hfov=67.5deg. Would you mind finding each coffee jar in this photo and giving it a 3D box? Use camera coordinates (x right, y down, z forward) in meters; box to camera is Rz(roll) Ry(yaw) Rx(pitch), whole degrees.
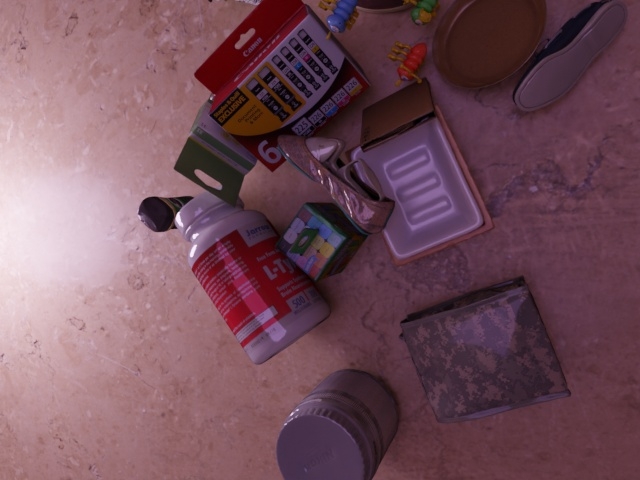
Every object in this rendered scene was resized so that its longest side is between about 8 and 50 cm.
[{"bbox_3d":[-0.392,-0.072,1.277,0.096,0.184,0.079,37,107,16],"label":"coffee jar"}]

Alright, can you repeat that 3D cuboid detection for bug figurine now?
[{"bbox_3d":[0.145,-0.464,0.993,0.279,0.072,0.216,23,99,-27],"label":"bug figurine"}]

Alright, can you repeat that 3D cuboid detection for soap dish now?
[{"bbox_3d":[0.216,-0.116,1.060,0.229,0.118,0.290,-25,85,23],"label":"soap dish"}]

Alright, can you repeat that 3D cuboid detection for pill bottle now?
[{"bbox_3d":[-0.176,0.076,1.178,0.229,0.229,0.407,-39,80,21],"label":"pill bottle"}]

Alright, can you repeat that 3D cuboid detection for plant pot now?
[{"bbox_3d":[0.346,-0.424,0.991,0.237,0.032,0.236,-7,79,38],"label":"plant pot"}]

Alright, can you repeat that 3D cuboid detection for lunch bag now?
[{"bbox_3d":[0.333,0.235,1.017,0.287,0.169,0.235,-22,86,18],"label":"lunch bag"}]

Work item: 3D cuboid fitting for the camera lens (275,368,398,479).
[{"bbox_3d":[0.047,0.433,1.094,0.220,0.274,0.219,2,95,23],"label":"camera lens"}]

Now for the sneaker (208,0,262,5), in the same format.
[{"bbox_3d":[-0.143,-0.761,1.167,0.182,0.158,0.409,18,101,-12],"label":"sneaker"}]

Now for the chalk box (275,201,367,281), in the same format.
[{"bbox_3d":[0.000,0.000,1.107,0.132,0.213,0.132,40,108,14],"label":"chalk box"}]

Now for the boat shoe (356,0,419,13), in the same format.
[{"bbox_3d":[0.068,-0.605,1.072,0.342,0.123,0.123,24,104,18],"label":"boat shoe"}]

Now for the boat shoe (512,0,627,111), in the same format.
[{"bbox_3d":[0.472,-0.364,0.941,0.095,0.079,0.254,33,105,-28],"label":"boat shoe"}]

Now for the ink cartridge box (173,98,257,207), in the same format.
[{"bbox_3d":[-0.236,-0.213,1.147,0.171,0.235,0.056,33,129,-26],"label":"ink cartridge box"}]

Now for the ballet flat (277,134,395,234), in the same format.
[{"bbox_3d":[0.040,-0.151,1.026,0.316,0.108,0.106,45,124,12],"label":"ballet flat"}]

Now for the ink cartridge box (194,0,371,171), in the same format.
[{"bbox_3d":[-0.097,-0.360,1.083,0.309,0.130,0.272,-39,120,20],"label":"ink cartridge box"}]

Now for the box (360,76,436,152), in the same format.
[{"bbox_3d":[0.163,-0.275,1.035,0.165,0.201,0.021,-23,120,22],"label":"box"}]

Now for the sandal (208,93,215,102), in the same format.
[{"bbox_3d":[-0.158,-0.383,1.194,0.303,0.120,0.086,-23,97,22],"label":"sandal"}]
